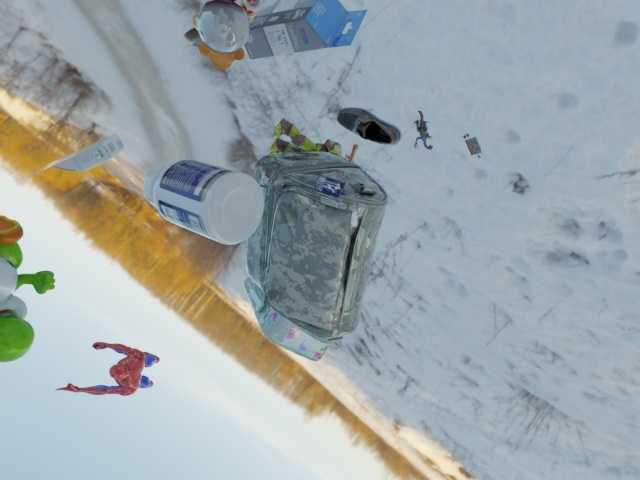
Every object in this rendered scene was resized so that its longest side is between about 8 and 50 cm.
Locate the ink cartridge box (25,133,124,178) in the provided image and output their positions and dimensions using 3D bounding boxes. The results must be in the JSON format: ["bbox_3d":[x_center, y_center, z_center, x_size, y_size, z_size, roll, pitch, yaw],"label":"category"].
[{"bbox_3d":[-0.675,-0.220,1.339,0.056,0.225,0.181,64,179,-23],"label":"ink cartridge box"}]

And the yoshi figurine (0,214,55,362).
[{"bbox_3d":[-0.753,0.141,1.129,0.204,0.362,0.203,4,-150,-8],"label":"yoshi figurine"}]

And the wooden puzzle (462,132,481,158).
[{"bbox_3d":[0.442,-0.274,1.387,0.083,0.006,0.049,63,166,-8],"label":"wooden puzzle"}]

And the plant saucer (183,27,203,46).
[{"bbox_3d":[-0.319,-0.609,1.417,0.168,0.168,0.029,13,123,66],"label":"plant saucer"}]

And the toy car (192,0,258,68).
[{"bbox_3d":[-0.229,-0.495,1.028,0.210,0.238,0.219,4,-158,-11],"label":"toy car"}]

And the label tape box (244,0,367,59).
[{"bbox_3d":[-0.048,-0.682,1.480,0.334,0.240,0.106,0,138,23],"label":"label tape box"}]

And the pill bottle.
[{"bbox_3d":[-0.165,-0.060,0.653,0.169,0.094,0.094,19,158,37],"label":"pill bottle"}]

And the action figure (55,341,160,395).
[{"bbox_3d":[-0.390,0.242,0.907,0.139,0.091,0.280,12,163,-12],"label":"action figure"}]

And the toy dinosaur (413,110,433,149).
[{"bbox_3d":[0.273,-0.277,1.244,0.047,0.090,0.082,3,150,30],"label":"toy dinosaur"}]

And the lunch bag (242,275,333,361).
[{"bbox_3d":[-0.084,0.177,1.247,0.224,0.108,0.279,39,-174,-34],"label":"lunch bag"}]

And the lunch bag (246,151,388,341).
[{"bbox_3d":[0.000,0.000,0.894,0.256,0.213,0.305,41,130,48],"label":"lunch bag"}]

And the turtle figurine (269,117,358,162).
[{"bbox_3d":[-0.005,-0.203,1.116,0.217,0.087,0.269,28,163,0],"label":"turtle figurine"}]

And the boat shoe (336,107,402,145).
[{"bbox_3d":[0.119,-0.296,1.240,0.183,0.066,0.066,22,119,16],"label":"boat shoe"}]

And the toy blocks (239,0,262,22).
[{"bbox_3d":[-0.179,-0.668,1.292,0.054,0.123,0.148,16,178,-22],"label":"toy blocks"}]
